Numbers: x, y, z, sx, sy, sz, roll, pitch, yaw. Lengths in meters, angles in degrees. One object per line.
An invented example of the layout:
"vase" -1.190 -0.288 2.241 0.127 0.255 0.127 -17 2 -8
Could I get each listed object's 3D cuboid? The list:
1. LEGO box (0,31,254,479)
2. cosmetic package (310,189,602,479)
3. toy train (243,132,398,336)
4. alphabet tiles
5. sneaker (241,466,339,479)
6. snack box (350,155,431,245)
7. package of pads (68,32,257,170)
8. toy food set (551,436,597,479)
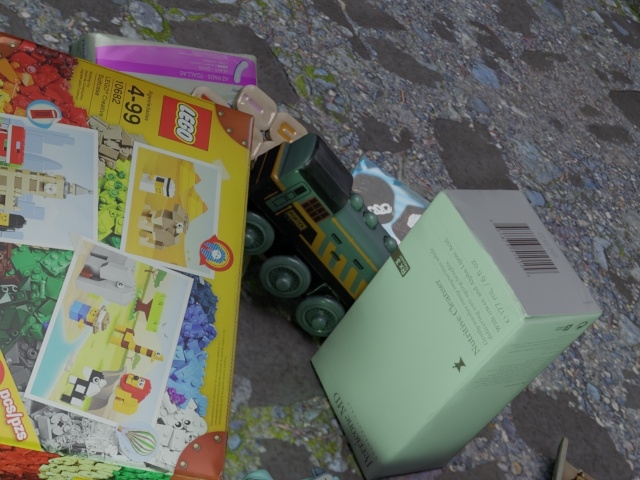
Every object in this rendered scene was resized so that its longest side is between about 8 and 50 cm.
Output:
"LEGO box" -0.296 0.042 1.166 0.373 0.193 0.500 16 55 -22
"cosmetic package" 0.165 0.132 1.331 0.156 0.385 0.217 0 49 -37
"toy train" 0.000 0.000 1.441 0.334 0.190 0.142 50 31 -23
"alphabet tiles" -0.121 -0.090 1.508 0.278 0.021 0.284 38 64 -30
"sneaker" 0.027 0.343 1.240 0.283 0.110 0.122 15 40 -24
"snack box" 0.148 0.027 1.625 0.322 0.060 0.187 35 64 -1
"package of pads" -0.231 -0.179 1.510 0.297 0.101 0.229 0 86 -35
"toy food set" 0.464 0.446 1.458 0.306 0.092 0.219 33 39 -3
